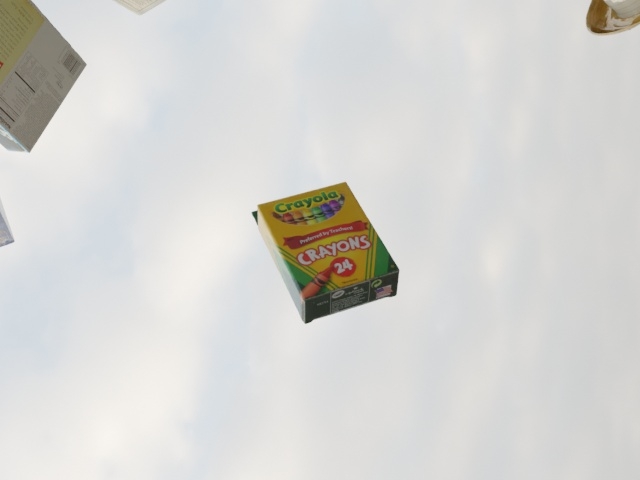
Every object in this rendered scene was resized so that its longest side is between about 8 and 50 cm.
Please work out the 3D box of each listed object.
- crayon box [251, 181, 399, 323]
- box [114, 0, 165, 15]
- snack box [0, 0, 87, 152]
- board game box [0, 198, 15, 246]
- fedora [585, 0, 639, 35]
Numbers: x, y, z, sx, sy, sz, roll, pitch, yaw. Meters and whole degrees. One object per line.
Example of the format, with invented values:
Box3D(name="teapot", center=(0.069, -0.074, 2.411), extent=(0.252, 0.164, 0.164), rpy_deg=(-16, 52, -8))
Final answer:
Box3D(name="crayon box", center=(0.000, 0.000, 1.872), extent=(0.081, 0.202, 0.318), rpy_deg=(90, 157, -47))
Box3D(name="box", center=(-0.332, -0.560, 1.819), extent=(0.149, 0.232, 0.126), rpy_deg=(26, -120, -41))
Box3D(name="snack box", center=(-0.503, -0.300, 1.390), extent=(0.322, 0.060, 0.187), rpy_deg=(53, -126, -47))
Box3D(name="board game box", center=(-0.459, -0.100, 1.222), extent=(0.243, 0.042, 0.165), rpy_deg=(119, 131, -70))
Box3D(name="fedora", center=(0.286, -0.275, 0.830), extent=(0.079, 0.194, 0.194), rpy_deg=(32, -129, -13))
